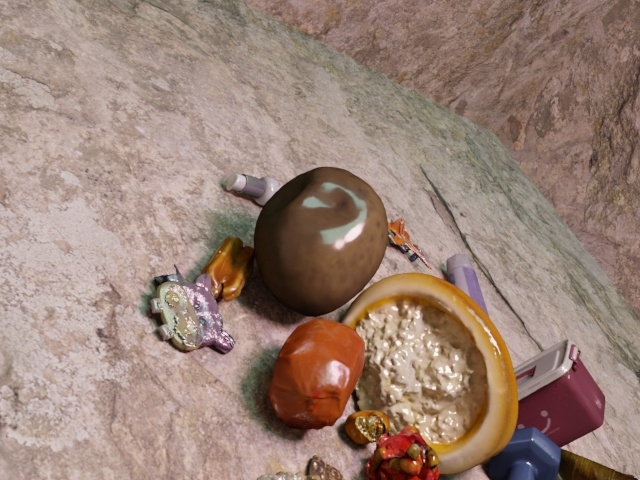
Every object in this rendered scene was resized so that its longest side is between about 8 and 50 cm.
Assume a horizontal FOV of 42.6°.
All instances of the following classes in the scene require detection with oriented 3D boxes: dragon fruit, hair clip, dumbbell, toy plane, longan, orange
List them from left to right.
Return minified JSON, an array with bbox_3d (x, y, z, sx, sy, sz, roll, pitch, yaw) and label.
[{"bbox_3d":[-0.244,0.123,1.489,0.146,0.056,0.187,-3,52,-47],"label":"hair clip"},{"bbox_3d":[0.000,0.000,1.733,0.288,0.288,0.350,40,46,-3],"label":"longan"},{"bbox_3d":[0.089,0.356,1.563,0.086,0.086,0.062,-10,95,-59],"label":"orange"},{"bbox_3d":[0.155,0.410,1.496,0.133,0.207,0.150,29,65,10],"label":"dragon fruit"},{"bbox_3d":[0.248,0.017,2.359,0.188,0.062,0.135,58,26,3],"label":"toy plane"},{"bbox_3d":[0.402,0.513,1.667,0.144,0.160,0.325,69,23,-9],"label":"dumbbell"}]

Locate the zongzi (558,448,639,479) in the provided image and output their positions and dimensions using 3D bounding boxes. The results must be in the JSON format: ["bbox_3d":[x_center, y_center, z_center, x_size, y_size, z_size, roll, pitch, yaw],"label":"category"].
[{"bbox_3d":[0.640,0.654,1.776,0.432,0.207,0.403,29,32,15],"label":"zongzi"}]

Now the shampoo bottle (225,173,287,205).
[{"bbox_3d":[-0.140,-0.123,2.004,0.192,0.074,0.074,18,34,-40],"label":"shampoo bottle"}]

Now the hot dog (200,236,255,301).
[{"bbox_3d":[-0.188,0.061,1.656,0.092,0.062,0.235,40,22,-5],"label":"hot dog"}]

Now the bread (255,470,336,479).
[{"bbox_3d":[-0.046,0.435,1.105,0.274,0.149,0.274,-7,19,2],"label":"bread"}]

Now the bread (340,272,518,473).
[{"bbox_3d":[0.221,0.280,1.716,0.424,0.329,0.245,57,-6,21],"label":"bread"}]

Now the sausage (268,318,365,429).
[{"bbox_3d":[-0.003,0.240,1.521,0.141,0.153,0.268,14,24,11],"label":"sausage"}]

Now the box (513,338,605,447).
[{"bbox_3d":[0.497,0.377,1.871,0.167,0.294,0.193,53,26,-2],"label":"box"}]

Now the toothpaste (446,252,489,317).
[{"bbox_3d":[0.428,0.189,2.312,0.125,0.080,0.371,26,34,-30],"label":"toothpaste"}]

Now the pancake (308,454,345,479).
[{"bbox_3d":[0.052,0.448,1.424,0.184,0.020,0.190,1,47,-54],"label":"pancake"}]

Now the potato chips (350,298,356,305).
[{"bbox_3d":[0.127,0.200,1.890,0.202,0.049,0.150,-4,58,-55],"label":"potato chips"}]
